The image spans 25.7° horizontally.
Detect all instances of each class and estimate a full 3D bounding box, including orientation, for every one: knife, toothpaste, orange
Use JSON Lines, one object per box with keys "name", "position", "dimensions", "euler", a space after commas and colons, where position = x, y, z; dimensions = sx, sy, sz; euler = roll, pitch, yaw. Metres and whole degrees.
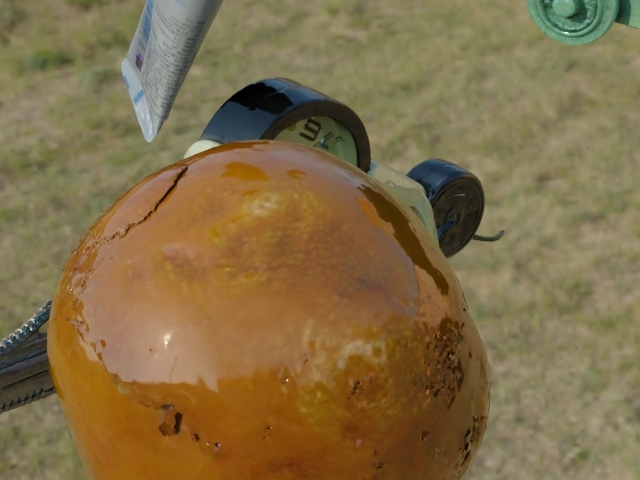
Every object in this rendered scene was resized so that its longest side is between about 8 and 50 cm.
{"name": "knife", "position": [-0.332, 0.131, 1.276], "dimensions": [0.043, 0.089, 0.365], "euler": [-21, 0, 37]}
{"name": "toothpaste", "position": [-0.134, -0.232, 1.366], "dimensions": [0.073, 0.299, 0.114], "euler": [-4, 54, -31]}
{"name": "orange", "position": [-0.028, 0.064, 0.744], "dimensions": [0.240, 0.240, 0.240], "euler": [-9, 20, 3]}

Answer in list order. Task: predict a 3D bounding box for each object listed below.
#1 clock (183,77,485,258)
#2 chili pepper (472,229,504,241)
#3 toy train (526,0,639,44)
{"name": "clock", "position": [0.000, 0.000, 1.390], "dimensions": [0.120, 0.276, 0.379], "euler": [31, 2, 44]}
{"name": "chili pepper", "position": [0.123, -0.031, 1.659], "dimensions": [0.204, 0.072, 0.073], "euler": [19, 58, 1]}
{"name": "toy train", "position": [0.259, -0.195, 0.910], "dimensions": [0.285, 0.177, 0.116], "euler": [23, 35, 27]}
